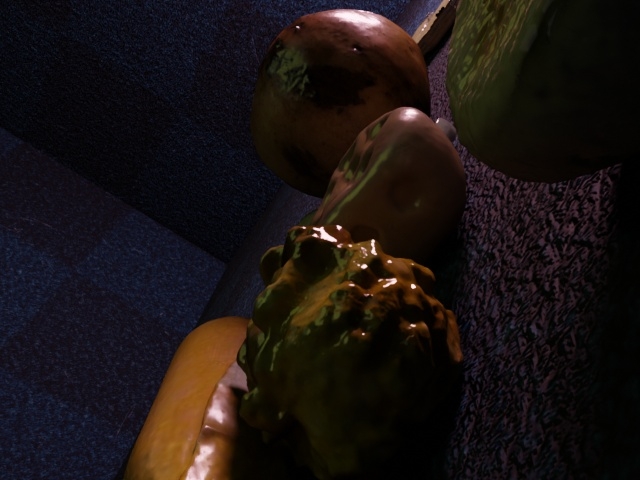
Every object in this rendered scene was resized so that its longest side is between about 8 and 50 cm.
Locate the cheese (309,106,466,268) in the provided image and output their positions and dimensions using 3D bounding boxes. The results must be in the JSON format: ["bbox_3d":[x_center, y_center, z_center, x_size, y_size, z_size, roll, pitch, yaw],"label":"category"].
[{"bbox_3d":[0.064,-0.035,0.640,0.235,0.117,0.218,-50,14,40],"label":"cheese"}]

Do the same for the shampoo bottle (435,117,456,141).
[{"bbox_3d":[0.101,-0.076,0.770,0.204,0.065,0.065,-50,12,37],"label":"shampoo bottle"}]

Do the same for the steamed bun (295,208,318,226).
[{"bbox_3d":[0.000,0.000,0.942,0.112,0.091,0.130,-54,10,9],"label":"steamed bun"}]

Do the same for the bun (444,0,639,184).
[{"bbox_3d":[0.174,-0.141,0.339,0.244,0.153,0.243,-160,90,-87],"label":"bun"}]

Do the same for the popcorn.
[{"bbox_3d":[0.012,0.082,0.453,0.197,0.156,0.197,-49,25,33],"label":"popcorn"}]

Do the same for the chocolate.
[{"bbox_3d":[-0.081,0.193,0.517,0.162,0.162,0.445,-57,8,4],"label":"chocolate"}]

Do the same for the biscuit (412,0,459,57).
[{"bbox_3d":[0.251,-0.476,1.341,0.147,0.046,0.250,-59,9,-14],"label":"biscuit"}]

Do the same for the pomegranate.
[{"bbox_3d":[0.030,-0.211,0.941,0.322,0.322,0.322,-55,10,14],"label":"pomegranate"}]
